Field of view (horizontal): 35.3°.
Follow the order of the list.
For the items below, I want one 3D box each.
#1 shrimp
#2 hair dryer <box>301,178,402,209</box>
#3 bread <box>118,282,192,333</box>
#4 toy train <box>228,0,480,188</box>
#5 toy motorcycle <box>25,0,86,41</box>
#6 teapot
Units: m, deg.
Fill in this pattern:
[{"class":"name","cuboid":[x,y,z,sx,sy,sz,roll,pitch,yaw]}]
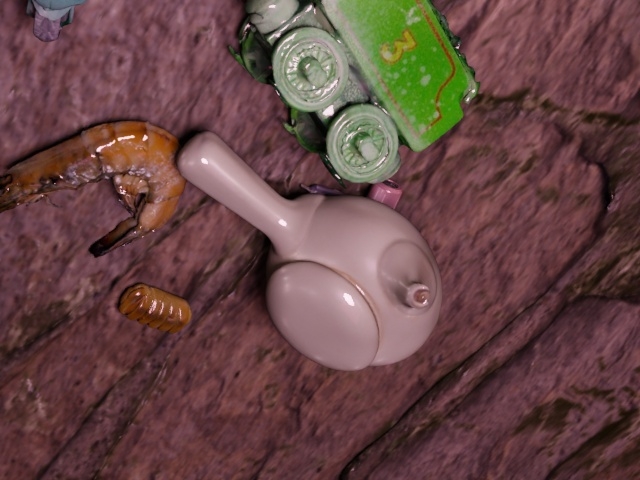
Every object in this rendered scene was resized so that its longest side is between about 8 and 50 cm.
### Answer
[{"class":"shrimp","cuboid":[-0.242,-0.045,1.061,0.217,0.051,0.150,-19,131,-3]},{"class":"hair dryer","cuboid":[0.031,-0.050,1.145,0.114,0.037,0.063,17,112,-16]},{"class":"bread","cuboid":[-0.189,0.081,1.158,0.088,0.034,0.049,27,116,-28]},{"class":"toy train","cuboid":[0.036,-0.179,1.015,0.188,0.132,0.243,-37,123,-2]},{"class":"toy motorcycle","cuboid":[-0.205,-0.307,0.820,0.109,0.198,0.297,11,102,-16]},{"class":"teapot","cuboid":[-0.017,0.020,1.098,0.318,0.149,0.220,33,137,8]}]
